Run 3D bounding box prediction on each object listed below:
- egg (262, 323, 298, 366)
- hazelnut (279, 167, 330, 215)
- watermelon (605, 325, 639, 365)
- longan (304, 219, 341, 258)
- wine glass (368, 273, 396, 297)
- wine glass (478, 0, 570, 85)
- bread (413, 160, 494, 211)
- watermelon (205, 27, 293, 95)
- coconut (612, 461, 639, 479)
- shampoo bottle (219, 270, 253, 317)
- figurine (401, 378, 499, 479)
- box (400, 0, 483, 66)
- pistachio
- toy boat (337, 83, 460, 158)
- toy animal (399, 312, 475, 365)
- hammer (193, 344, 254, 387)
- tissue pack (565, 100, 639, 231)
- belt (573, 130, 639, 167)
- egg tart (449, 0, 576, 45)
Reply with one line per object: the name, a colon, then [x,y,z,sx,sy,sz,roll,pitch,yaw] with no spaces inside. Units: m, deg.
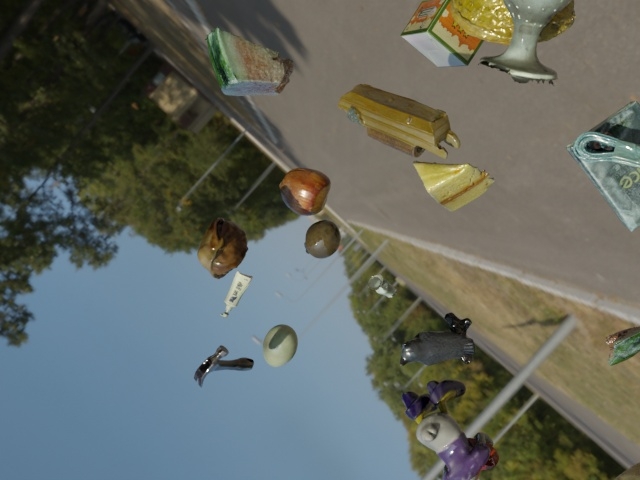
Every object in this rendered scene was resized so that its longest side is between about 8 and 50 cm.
egg: [-0.134,0.348,2.233,0.114,0.152,0.114,17,-158,-7]
hazelnut: [-0.045,-0.151,2.031,0.150,0.150,0.150,43,-179,-1]
watermelon: [0.852,0.273,1.870,0.101,0.155,0.080,38,-146,-49]
longan: [0.000,0.000,1.854,0.106,0.119,0.106,33,-137,-37]
wine glass: [0.148,0.107,1.575,0.039,0.042,0.083,36,-176,41]
wine glass: [0.440,-0.508,1.370,0.191,0.357,0.190,7,-157,-3]
bread: [0.418,-0.203,2.088,0.240,0.178,0.135,22,-138,-57]
watermelon: [-0.231,-0.531,2.133,0.302,0.151,0.264,15,176,-13]
coconut: [0.841,0.679,1.569,0.352,0.352,0.352,43,-179,-1]
shampoo bottle: [-0.247,0.159,1.955,0.049,0.141,0.034,23,-176,-37]
figurine: [0.321,0.497,1.547,0.193,0.154,0.421,28,-155,-48]
box: [0.388,-0.650,2.103,0.177,0.148,0.195,33,-179,-21]
pistachio: [-0.252,0.014,1.807,0.131,0.165,0.210,4,-153,6]
toy boat: [0.178,-0.270,1.581,0.310,0.089,0.115,25,138,27]
toy animal: [0.285,0.263,1.602,0.210,0.121,0.117,-15,-157,-38]
hammer: [-0.267,0.364,1.957,0.037,0.137,0.290,48,-174,19]
tissue pack: [0.909,-0.217,1.979,0.315,0.228,0.103,53,-164,-1]
belt: [0.839,-0.224,1.826,0.302,0.087,0.072,21,-169,24]
egg tart: [0.449,-0.568,1.576,0.294,0.294,0.123,43,154,34]
